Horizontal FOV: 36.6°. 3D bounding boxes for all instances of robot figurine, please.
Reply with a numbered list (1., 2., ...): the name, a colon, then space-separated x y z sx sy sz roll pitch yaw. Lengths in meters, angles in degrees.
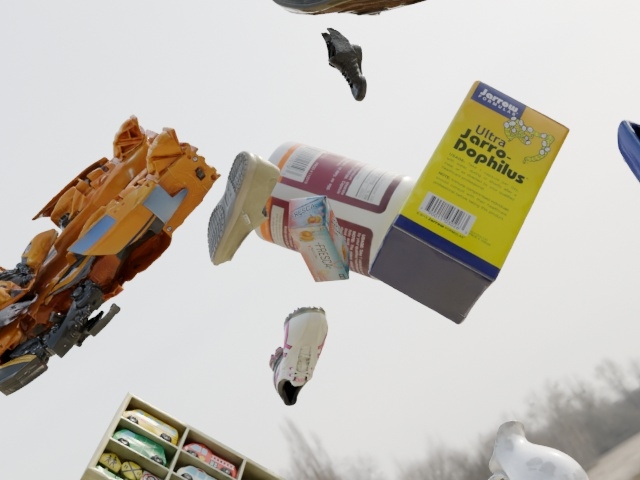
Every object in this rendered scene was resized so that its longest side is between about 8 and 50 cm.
1. robot figurine: -0.235 0.012 0.915 0.291 0.211 0.085 -47 -60 -12

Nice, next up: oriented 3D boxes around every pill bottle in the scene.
1. pill bottle: 0.078 -0.048 1.980 0.224 0.392 0.224 -54 -26 -40

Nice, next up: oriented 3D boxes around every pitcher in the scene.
1. pitcher: 0.400 0.464 1.819 0.125 0.207 0.178 12 -76 -35

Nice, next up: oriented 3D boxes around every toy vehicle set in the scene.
1. toy vehicle set: -0.149 0.304 1.177 0.035 0.266 0.166 -56 9 23

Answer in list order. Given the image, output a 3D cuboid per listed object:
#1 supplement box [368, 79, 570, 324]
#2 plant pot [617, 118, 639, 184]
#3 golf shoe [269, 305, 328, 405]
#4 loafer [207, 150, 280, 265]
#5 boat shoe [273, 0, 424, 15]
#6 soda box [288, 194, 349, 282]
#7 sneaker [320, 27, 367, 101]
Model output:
1. supplement box: 0.262 -0.069 1.709 0.357 0.195 0.194 -58 -6 -28
2. plant pot: 0.513 -0.105 1.154 0.236 0.236 0.212 11 -48 -37
3. golf shoe: -0.026 0.171 1.440 0.067 0.086 0.186 1 -42 -18
4. loafer: -0.149 -0.052 1.867 0.092 0.102 0.269 7 -48 -23
5. boat shoe: 0.062 -0.378 1.444 0.307 0.111 0.104 4 -14 39
6. soda box: 0.000 0.000 1.562 0.063 0.058 0.183 -5 -30 12
7. sneaker: 0.053 -0.402 2.216 0.089 0.170 0.051 4 -17 -29
